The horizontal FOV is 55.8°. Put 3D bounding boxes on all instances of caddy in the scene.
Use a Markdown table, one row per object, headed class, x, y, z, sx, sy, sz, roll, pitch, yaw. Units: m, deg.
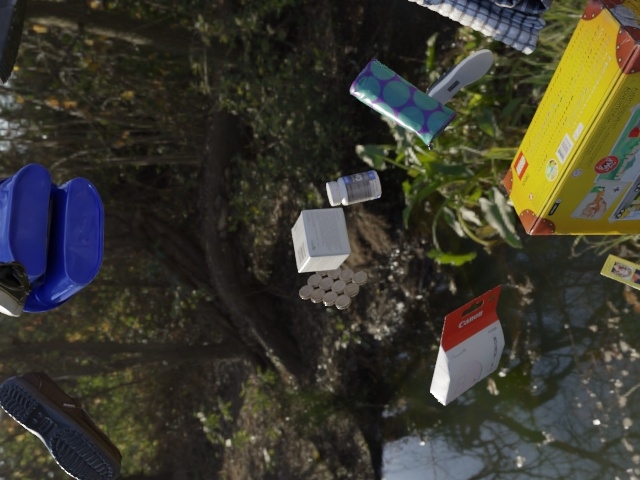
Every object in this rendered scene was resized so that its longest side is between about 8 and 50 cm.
| class | x | y | z | sx | sy | sz | roll | pitch | yaw |
| --- | --- | --- | --- | --- | --- | --- | --- | --- | --- |
| caddy | -0.646 | -0.008 | 1.397 | 0.179 | 0.241 | 0.341 | -23 | 63 | 35 |

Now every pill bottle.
| class | x | y | z | sx | sy | sz | roll | pitch | yaw |
| --- | --- | --- | --- | --- | --- | --- | --- | --- | --- |
| pill bottle | 0.090 | -0.140 | 1.646 | 0.078 | 0.137 | 0.078 | 167 | 90 | -84 |

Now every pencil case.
| class | x | y | z | sx | sy | sz | roll | pitch | yaw |
| --- | --- | --- | --- | --- | --- | --- | --- | --- | --- |
| pencil case | 0.120 | -0.202 | 0.886 | 0.064 | 0.152 | 0.070 | -56 | -6 | 13 |

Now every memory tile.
| class | x | y | z | sx | sy | sz | roll | pitch | yaw |
| --- | --- | --- | --- | --- | --- | --- | --- | --- | --- |
| memory tile | 0.029 | 0.107 | 1.427 | 0.148 | 0.113 | 0.012 | 12 | 142 | 38 |

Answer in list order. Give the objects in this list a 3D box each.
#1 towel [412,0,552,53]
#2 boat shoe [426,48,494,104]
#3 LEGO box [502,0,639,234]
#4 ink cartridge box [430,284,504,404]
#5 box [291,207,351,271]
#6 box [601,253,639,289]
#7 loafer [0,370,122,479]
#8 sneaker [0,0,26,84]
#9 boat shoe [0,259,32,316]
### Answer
| class | x | y | z | sx | sy | sz | roll | pitch | yaw |
| --- | --- | --- | --- | --- | --- | --- | --- | --- | --- |
| towel | 0.242 | -0.429 | 0.902 | 0.121 | 0.235 | 0.283 | 116 | 176 | -45 |
| boat shoe | 0.250 | -0.303 | 1.108 | 0.142 | 0.049 | 0.040 | -37 | 41 | 24 |
| LEGO box | 0.674 | -0.243 | 1.295 | 0.500 | 0.373 | 0.193 | 102 | 164 | -47 |
| ink cartridge box | 0.338 | 0.233 | 1.338 | 0.066 | 0.189 | 0.232 | 41 | 140 | 36 |
| box | 0.000 | 0.000 | 1.207 | 0.101 | 0.087 | 0.102 | 125 | 139 | -64 |
| box | 0.827 | 0.105 | 1.498 | 0.232 | 0.087 | 0.058 | 25 | 100 | 30 |
| loafer | -0.628 | 0.455 | 1.523 | 0.366 | 0.134 | 0.130 | 49 | -161 | -7 |
| sneaker | -0.400 | -0.330 | 0.681 | 0.112 | 0.131 | 0.319 | -29 | 62 | 60 |
| boat shoe | -0.463 | 0.065 | 0.887 | 0.076 | 0.080 | 0.228 | -69 | 11 | -17 |
